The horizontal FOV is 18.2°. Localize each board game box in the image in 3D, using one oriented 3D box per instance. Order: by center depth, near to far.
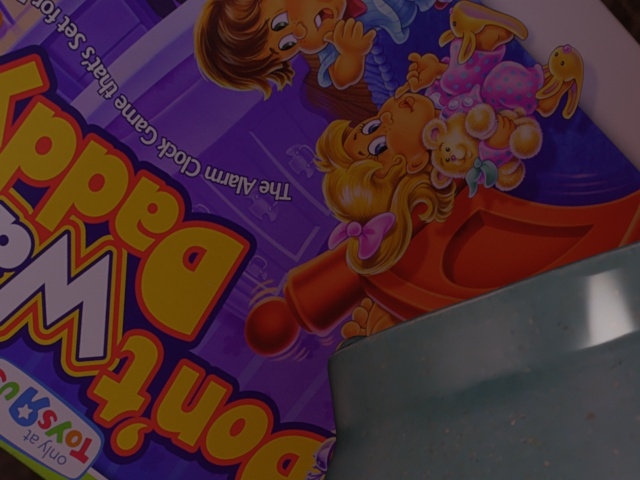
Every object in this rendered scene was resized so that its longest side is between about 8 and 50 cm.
[{"bbox_3d":[0.000,0.000,0.661,0.347,0.078,0.233,42,81,-31],"label":"board game box"}]

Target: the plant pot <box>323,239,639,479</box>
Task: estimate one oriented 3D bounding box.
[{"bbox_3d":[0.112,0.096,0.563,0.293,0.293,0.196,-15,84,-26],"label":"plant pot"}]
